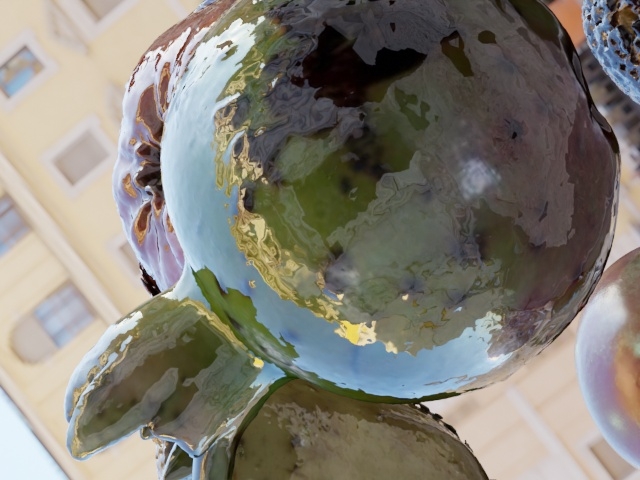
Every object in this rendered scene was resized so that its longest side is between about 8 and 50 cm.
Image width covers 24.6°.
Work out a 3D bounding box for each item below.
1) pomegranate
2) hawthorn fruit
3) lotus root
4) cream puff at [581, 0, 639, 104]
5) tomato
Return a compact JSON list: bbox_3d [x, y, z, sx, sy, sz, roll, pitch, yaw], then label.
[{"bbox_3d":[0.008,-0.005,0.741,0.242,0.306,0.242,29,-145,-24],"label":"pomegranate"},{"bbox_3d":[0.010,-0.033,1.047,0.307,0.276,0.276,20,-155,-28],"label":"hawthorn fruit"},{"bbox_3d":[0.016,0.170,0.945,0.284,0.146,0.160,14,-110,-28],"label":"lotus root"},{"bbox_3d":[0.330,-0.205,1.174,0.239,0.239,0.165,57,167,33],"label":"cream puff"},{"bbox_3d":[0.394,0.139,1.555,0.270,0.222,0.270,13,-143,-10],"label":"tomato"}]
